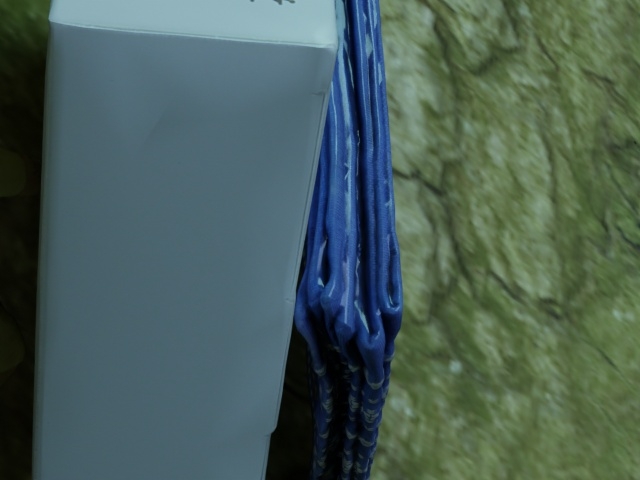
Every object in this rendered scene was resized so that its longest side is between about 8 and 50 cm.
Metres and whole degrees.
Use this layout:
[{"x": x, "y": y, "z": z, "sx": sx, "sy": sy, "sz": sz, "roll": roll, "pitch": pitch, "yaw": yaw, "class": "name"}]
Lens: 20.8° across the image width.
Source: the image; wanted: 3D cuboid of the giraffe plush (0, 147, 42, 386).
[{"x": -0.232, "y": -0.006, "z": 0.711, "sx": 0.170, "sy": 0.210, "sz": 0.181, "roll": 41, "pitch": 42, "yaw": 23, "class": "giraffe plush"}]

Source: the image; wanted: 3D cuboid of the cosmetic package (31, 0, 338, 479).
[{"x": -0.061, "y": -0.084, "z": 0.735, "sx": 0.097, "sy": 0.284, "sz": 0.377, "roll": 6, "pitch": 42, "yaw": -8, "class": "cosmetic package"}]

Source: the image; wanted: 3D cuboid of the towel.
[{"x": 0.000, "y": 0.000, "z": 0.819, "sx": 0.040, "sy": 0.336, "sz": 0.243, "roll": -1, "pitch": 64, "yaw": -3, "class": "towel"}]
